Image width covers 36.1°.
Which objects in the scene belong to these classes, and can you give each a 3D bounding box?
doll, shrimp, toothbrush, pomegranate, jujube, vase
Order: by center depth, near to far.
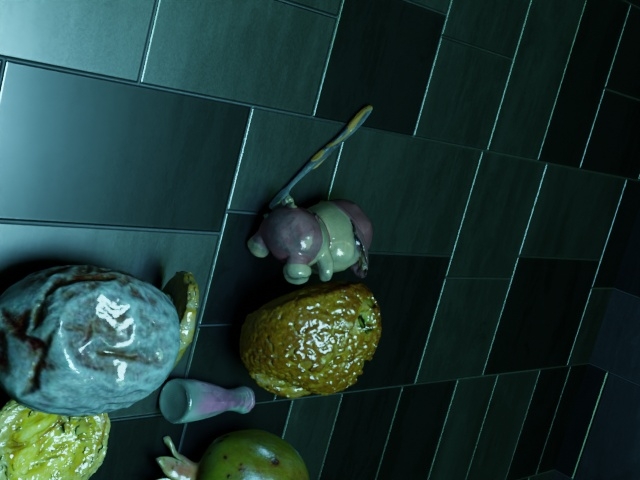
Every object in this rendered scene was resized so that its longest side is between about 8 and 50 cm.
[{"bbox_3d":[-0.388,0.160,1.581,0.308,0.215,0.246,21,74,-43],"label":"jujube"},{"bbox_3d":[-0.283,0.159,1.759,0.058,0.173,0.253,15,126,-30],"label":"shrimp"},{"bbox_3d":[-0.002,0.002,1.950,0.256,0.196,0.152,-9,156,-44],"label":"doll"},{"bbox_3d":[-0.217,0.318,1.953,0.214,0.086,0.086,12,99,-54],"label":"vase"},{"bbox_3d":[-0.187,0.516,1.987,0.291,0.323,0.290,14,90,-81],"label":"pomegranate"},{"bbox_3d":[0.004,-0.171,1.998,0.321,0.023,0.031,-48,144,-19],"label":"toothbrush"}]

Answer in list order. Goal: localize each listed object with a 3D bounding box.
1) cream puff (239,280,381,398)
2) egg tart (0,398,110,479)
[{"bbox_3d":[-0.014,0.205,1.946,0.303,0.303,0.212,-10,79,-45],"label":"cream puff"},{"bbox_3d":[-0.475,0.337,1.672,0.252,0.098,0.232,-43,129,-30],"label":"egg tart"}]
